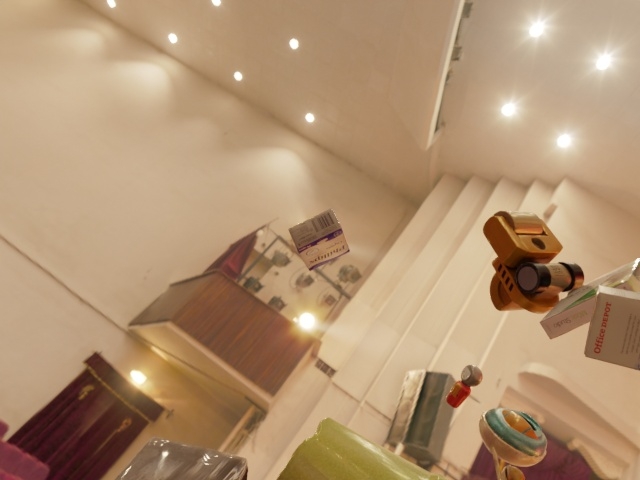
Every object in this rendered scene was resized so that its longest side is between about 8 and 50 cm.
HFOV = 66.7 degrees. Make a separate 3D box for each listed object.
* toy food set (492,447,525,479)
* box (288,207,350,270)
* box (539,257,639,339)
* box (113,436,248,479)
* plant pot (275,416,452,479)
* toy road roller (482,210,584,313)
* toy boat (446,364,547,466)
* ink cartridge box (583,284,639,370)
[{"bbox_3d":[0.429,0.552,1.057,0.038,0.132,0.192,-21,-59,21],"label":"toy food set"},{"bbox_3d":[0.000,0.000,1.260,0.137,0.126,0.072,63,1,-61],"label":"box"},{"bbox_3d":[0.733,0.147,1.283,0.232,0.322,0.058,-40,-105,36],"label":"box"},{"bbox_3d":[-0.121,0.309,0.248,0.076,0.242,0.307,9,-77,9],"label":"box"},{"bbox_3d":[0.062,0.440,0.795,0.254,0.276,0.276,31,-34,22],"label":"plant pot"},{"bbox_3d":[0.639,0.085,1.567,0.240,0.202,0.329,119,-38,-44],"label":"toy road roller"},{"bbox_3d":[0.532,0.524,1.462,0.318,0.148,0.267,39,14,36],"label":"toy boat"},{"bbox_3d":[0.578,0.162,0.865,0.175,0.072,0.127,12,-76,28],"label":"ink cartridge box"}]
